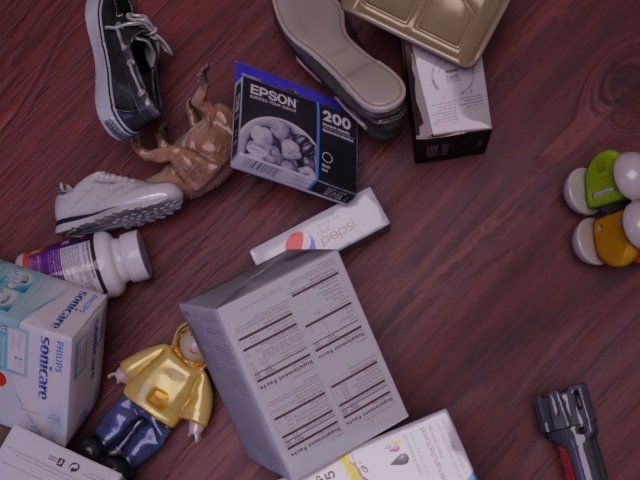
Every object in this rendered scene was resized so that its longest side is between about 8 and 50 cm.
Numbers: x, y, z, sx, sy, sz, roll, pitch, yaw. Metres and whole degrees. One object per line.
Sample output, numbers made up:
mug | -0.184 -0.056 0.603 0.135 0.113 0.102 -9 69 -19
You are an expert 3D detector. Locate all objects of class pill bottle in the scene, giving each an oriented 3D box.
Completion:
pill bottle | -0.368 0.047 1.803 0.193 0.108 0.108 -16 80 0

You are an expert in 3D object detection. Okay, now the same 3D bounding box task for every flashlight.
flashlight | 0.387 0.374 1.717 0.103 0.103 0.304 -15 76 3

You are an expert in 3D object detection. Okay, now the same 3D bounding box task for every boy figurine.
boy figurine | -0.237 0.236 1.775 0.177 0.092 0.285 40 89 11

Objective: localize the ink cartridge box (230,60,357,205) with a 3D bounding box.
ink cartridge box | -0.038 -0.174 1.764 0.206 0.045 0.208 17 53 -26

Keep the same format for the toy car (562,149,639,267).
toy car | 0.469 -0.049 1.763 0.136 0.159 0.182 -2 78 -32

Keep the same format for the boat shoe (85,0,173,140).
boat shoe | -0.296 -0.299 1.804 0.105 0.113 0.306 -25 48 19

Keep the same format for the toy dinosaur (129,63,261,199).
toy dinosaur | -0.168 -0.136 1.817 0.295 0.127 0.200 -44 88 2

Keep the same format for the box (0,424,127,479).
box | -0.394 0.390 1.655 0.181 0.119 0.182 23 68 9

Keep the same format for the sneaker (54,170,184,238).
sneaker | -0.321 -0.069 1.804 0.235 0.090 0.095 -11 72 23

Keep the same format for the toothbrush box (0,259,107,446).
toothbrush box | -0.481 0.152 1.726 0.295 0.126 0.216 18 124 7

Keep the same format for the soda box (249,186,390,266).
soda box | 0.000 0.000 1.805 0.216 0.074 0.069 -29 81 -1

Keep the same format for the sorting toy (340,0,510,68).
sorting toy | 0.195 -0.428 1.712 0.229 0.041 0.307 27 83 11

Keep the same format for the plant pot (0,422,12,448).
plant pot | -0.526 0.308 1.777 0.109 0.096 0.109 17 82 6

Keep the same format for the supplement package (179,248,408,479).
supplement package | -0.042 0.170 1.655 0.198 0.199 0.263 -26 99 -20

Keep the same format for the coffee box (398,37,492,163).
coffee box | 0.185 -0.286 1.792 0.118 0.168 0.297 -7 80 2

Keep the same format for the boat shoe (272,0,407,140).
boat shoe | 0.021 -0.286 1.830 0.112 0.095 0.335 -27 58 -17

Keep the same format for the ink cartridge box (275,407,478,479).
ink cartridge box | 0.095 0.387 1.675 0.270 0.197 0.198 -24 80 0
